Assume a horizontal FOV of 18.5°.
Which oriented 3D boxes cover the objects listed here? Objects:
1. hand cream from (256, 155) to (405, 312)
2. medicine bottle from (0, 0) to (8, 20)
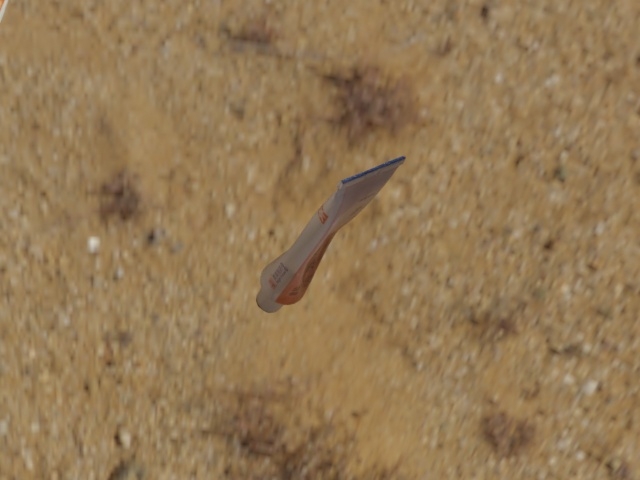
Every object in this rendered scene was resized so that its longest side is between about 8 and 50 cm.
[{"bbox_3d":[0.000,-0.002,1.482,0.038,0.216,0.052,34,55,-4],"label":"hand cream"},{"bbox_3d":[-0.227,-0.245,1.190,0.144,0.144,0.252,18,88,3],"label":"medicine bottle"}]
